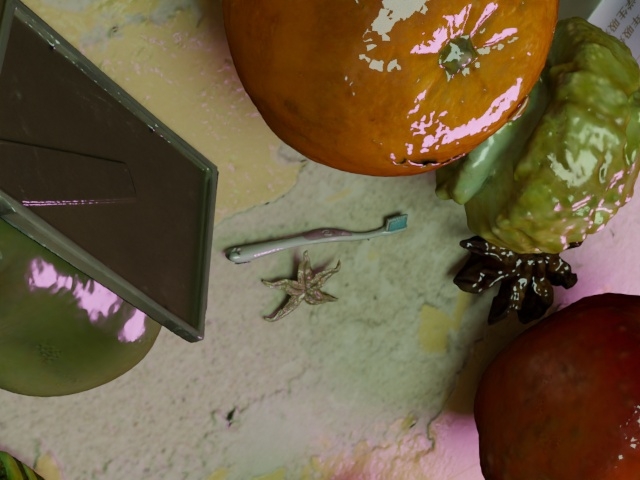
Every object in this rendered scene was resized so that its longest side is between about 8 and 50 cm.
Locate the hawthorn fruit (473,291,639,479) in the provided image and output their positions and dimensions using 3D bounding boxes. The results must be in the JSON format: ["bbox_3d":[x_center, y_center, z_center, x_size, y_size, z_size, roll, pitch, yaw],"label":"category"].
[{"bbox_3d":[0.325,0.171,1.413,0.287,0.287,0.330,5,134,-36],"label":"hawthorn fruit"}]

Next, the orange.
[{"bbox_3d":[0.055,-0.191,1.105,0.284,0.226,0.284,-18,124,-28],"label":"orange"}]

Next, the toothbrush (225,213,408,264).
[{"bbox_3d":[0.000,0.000,1.294,0.204,0.017,0.022,-12,128,-31],"label":"toothbrush"}]

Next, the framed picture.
[{"bbox_3d":[-0.168,-0.053,1.067,0.023,0.189,0.260,-23,138,29],"label":"framed picture"}]

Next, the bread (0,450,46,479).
[{"bbox_3d":[-0.291,0.247,1.176,0.139,0.071,0.130,36,84,-40],"label":"bread"}]

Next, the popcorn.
[{"bbox_3d":[0.206,-0.098,1.251,0.183,0.204,0.221,26,63,-25],"label":"popcorn"}]

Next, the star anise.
[{"bbox_3d":[0.192,-0.009,1.391,0.234,0.073,0.177,37,80,-30],"label":"star anise"}]

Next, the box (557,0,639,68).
[{"bbox_3d":[0.342,-0.207,1.402,0.155,0.067,0.243,-52,130,-1],"label":"box"}]

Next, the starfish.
[{"bbox_3d":[-0.016,0.049,1.307,0.092,0.016,0.086,-43,133,-2],"label":"starfish"}]

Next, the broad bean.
[{"bbox_3d":[-0.227,0.029,1.104,0.189,0.121,0.263,-56,145,-6],"label":"broad bean"}]
